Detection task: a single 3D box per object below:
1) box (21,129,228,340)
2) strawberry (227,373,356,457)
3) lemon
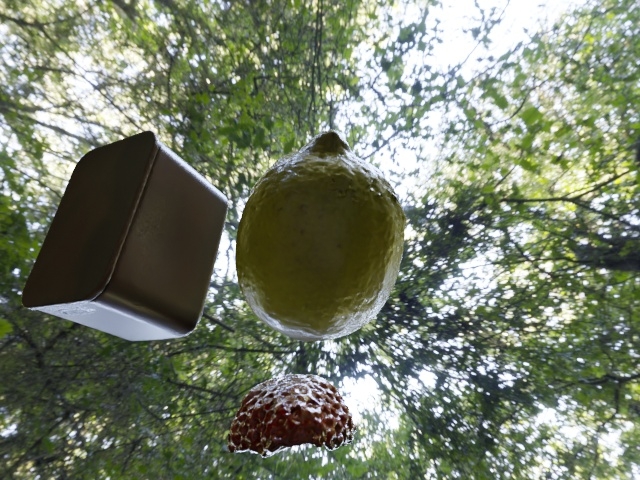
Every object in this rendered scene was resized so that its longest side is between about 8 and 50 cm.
[{"bbox_3d":[-0.350,0.004,1.002,0.239,0.229,0.339,-10,-122,32],"label":"box"},{"bbox_3d":[-0.057,0.351,1.075,0.265,0.336,0.149,0,-105,-9],"label":"strawberry"},{"bbox_3d":[0.000,0.000,0.765,0.245,0.245,0.319,9,-80,2],"label":"lemon"}]
